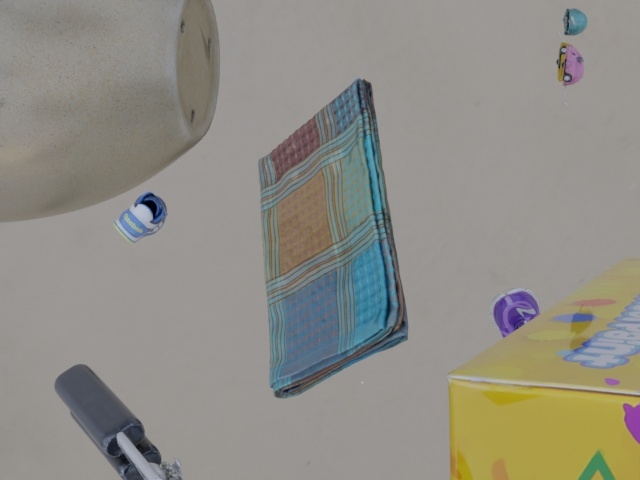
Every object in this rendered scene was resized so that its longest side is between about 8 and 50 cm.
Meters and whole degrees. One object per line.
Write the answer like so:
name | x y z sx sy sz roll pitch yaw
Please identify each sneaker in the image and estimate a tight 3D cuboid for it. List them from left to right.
sneaker | -0.244 -0.040 1.545 0.053 0.144 0.059 43 108 -6
sneaker | 0.277 0.135 1.442 0.068 0.071 0.169 -23 122 2

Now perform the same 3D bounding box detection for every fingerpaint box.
fingerpaint box | 0.226 0.221 0.709 0.163 0.445 0.370 2 99 27

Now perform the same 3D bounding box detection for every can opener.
can opener | -0.203 0.207 1.050 0.093 0.280 0.074 -30 122 -16

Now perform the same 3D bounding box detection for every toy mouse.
toy mouse | 0.366 -0.280 1.559 0.031 0.143 0.161 4 64 5

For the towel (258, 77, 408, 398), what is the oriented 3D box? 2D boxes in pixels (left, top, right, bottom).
towel | 0.000 0.000 1.443 0.040 0.271 0.370 12 59 -34

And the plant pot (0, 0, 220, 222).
plant pot | -0.193 -0.154 0.915 0.191 0.284 0.284 2 83 10
